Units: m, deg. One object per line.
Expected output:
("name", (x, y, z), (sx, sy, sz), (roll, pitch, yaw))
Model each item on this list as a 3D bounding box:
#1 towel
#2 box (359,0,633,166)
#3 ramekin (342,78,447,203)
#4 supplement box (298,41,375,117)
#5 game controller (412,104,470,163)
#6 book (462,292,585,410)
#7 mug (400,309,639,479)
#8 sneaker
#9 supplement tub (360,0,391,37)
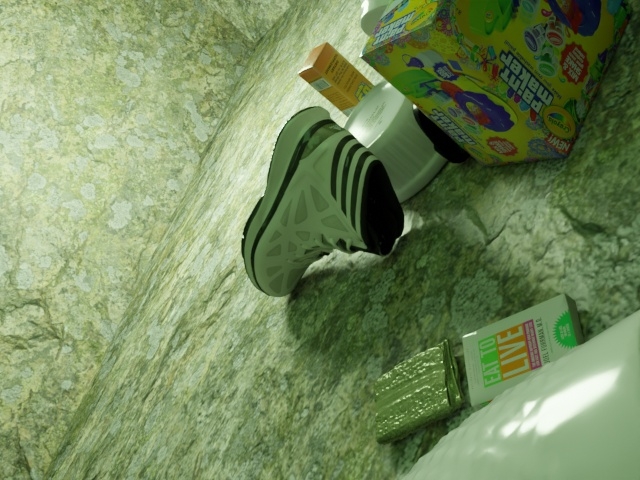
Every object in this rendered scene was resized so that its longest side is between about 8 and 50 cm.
("towel", (0.128, 0.207, 0.822), (0.148, 0.027, 0.110), (-39, 30, 31))
("box", (0.264, -0.309, 0.905), (0.177, 0.289, 0.279), (3, 62, 62))
("ramekin", (0.143, -0.209, 1.205), (0.273, 0.127, 0.273), (-42, 28, 28))
("supplement box", (0.066, -0.341, 1.389), (0.080, 0.233, 0.078), (2, 60, 58))
("game controller", (0.263, -0.295, 1.043), (0.067, 0.166, 0.319), (17, 73, 40))
("book", (0.237, 0.134, 0.712), (0.144, 0.035, 0.096), (-35, 35, 37))
("mug", (0.192, 0.225, 0.438), (0.328, 0.276, 0.374), (-47, -6, 35))
("sneaker", (-0.001, 0.000, 1.158), (0.257, 0.169, 0.448), (43, 136, 27))
("supplement tub", (0.203, -0.595, 1.258), (0.241, 0.240, 0.332), (-2, 78, 61))
